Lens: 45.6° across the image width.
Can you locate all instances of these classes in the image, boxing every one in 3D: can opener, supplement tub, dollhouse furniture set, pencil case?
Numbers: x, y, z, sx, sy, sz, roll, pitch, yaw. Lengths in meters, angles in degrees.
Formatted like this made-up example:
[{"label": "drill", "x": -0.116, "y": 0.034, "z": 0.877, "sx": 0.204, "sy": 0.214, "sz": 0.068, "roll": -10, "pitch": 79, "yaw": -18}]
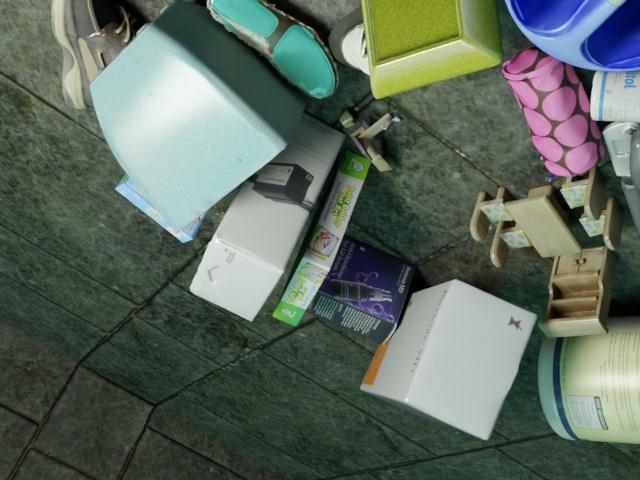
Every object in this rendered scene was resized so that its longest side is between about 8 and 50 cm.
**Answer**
[{"label": "can opener", "x": 0.487, "y": -0.075, "z": 1.143, "sx": 0.074, "sy": 0.093, "sz": 0.280, "roll": -4, "pitch": 143, "yaw": 34}, {"label": "supplement tub", "x": 0.422, "y": -0.194, "z": 1.022, "sx": 0.107, "sy": 0.071, "sz": 0.071, "roll": 6, "pitch": 143, "yaw": 23}, {"label": "supplement tub", "x": 0.594, "y": 0.255, "z": 1.402, "sx": 0.325, "sy": 0.235, "sz": 0.235, "roll": -7, "pitch": 136, "yaw": 39}, {"label": "dollhouse furniture set", "x": 0.391, "y": 0.027, "z": 1.271, "sx": 0.212, "sy": 0.161, "sz": 0.242, "roll": -11, "pitch": 134, "yaw": 42}, {"label": "pencil case", "x": 0.328, "y": -0.184, "z": 1.083, "sx": 0.098, "sy": 0.095, "sz": 0.209, "roll": 28, "pitch": 159, "yaw": 51}, {"label": "dollhouse furniture set", "x": 0.103, "y": -0.181, "z": 1.295, "sx": 0.081, "sy": 0.091, "sz": 0.114, "roll": -37, "pitch": 150, "yaw": 10}]

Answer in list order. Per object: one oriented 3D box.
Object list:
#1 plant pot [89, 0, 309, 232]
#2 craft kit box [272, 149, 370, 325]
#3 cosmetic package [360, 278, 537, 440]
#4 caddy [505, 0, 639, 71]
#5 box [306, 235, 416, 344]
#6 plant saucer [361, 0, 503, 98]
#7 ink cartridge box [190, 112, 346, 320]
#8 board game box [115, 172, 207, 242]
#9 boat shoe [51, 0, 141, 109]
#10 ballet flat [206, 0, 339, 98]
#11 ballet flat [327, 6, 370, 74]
[{"label": "plant pot", "x": -0.197, "y": -0.218, "z": 1.177, "sx": 0.248, "sy": 0.247, "sz": 0.252, "roll": -34, "pitch": 111, "yaw": 28}, {"label": "craft kit box", "x": 0.000, "y": 0.000, "z": 1.397, "sx": 0.061, "sy": 0.246, "sz": 0.250, "roll": 26, "pitch": 148, "yaw": -2}, {"label": "cosmetic package", "x": 0.223, "y": 0.225, "z": 1.460, "sx": 0.162, "sy": 0.230, "sz": 0.453, "roll": 25, "pitch": 169, "yaw": -3}, {"label": "caddy", "x": 0.342, "y": -0.325, "z": 0.787, "sx": 0.241, "sy": 0.179, "sz": 0.341, "roll": 26, "pitch": 147, "yaw": -3}, {"label": "box", "x": 0.073, "y": 0.096, "z": 1.575, "sx": 0.207, "sy": 0.153, "sz": 0.108, "roll": 22, "pitch": 146, "yaw": 0}, {"label": "plant saucer", "x": 0.124, "y": -0.294, "z": 0.961, "sx": 0.189, "sy": 0.188, "sz": 0.045, "roll": -9, "pitch": 175, "yaw": 35}, {"label": "ink cartridge box", "x": -0.091, "y": -0.046, "z": 1.330, "sx": 0.129, "sy": 0.307, "sz": 0.223, "roll": 27, "pitch": 147, "yaw": -5}, {"label": "board game box", "x": -0.259, "y": -0.127, "z": 1.407, "sx": 0.160, "sy": 0.211, "sz": 0.039, "roll": 42, "pitch": 144, "yaw": -25}, {"label": "boat shoe", "x": -0.361, "y": -0.348, "z": 1.260, "sx": 0.130, "sy": 0.132, "sz": 0.355, "roll": 6, "pitch": 153, "yaw": -10}, {"label": "ballet flat", "x": -0.066, "y": -0.313, "z": 1.152, "sx": 0.241, "sy": 0.077, "sz": 0.091, "roll": 40, "pitch": 110, "yaw": -18}, {"label": "ballet flat", "x": 0.101, "y": -0.290, "z": 1.060, "sx": 0.281, "sy": 0.096, "sz": 0.095, "roll": -16, "pitch": 130, "yaw": 45}]
